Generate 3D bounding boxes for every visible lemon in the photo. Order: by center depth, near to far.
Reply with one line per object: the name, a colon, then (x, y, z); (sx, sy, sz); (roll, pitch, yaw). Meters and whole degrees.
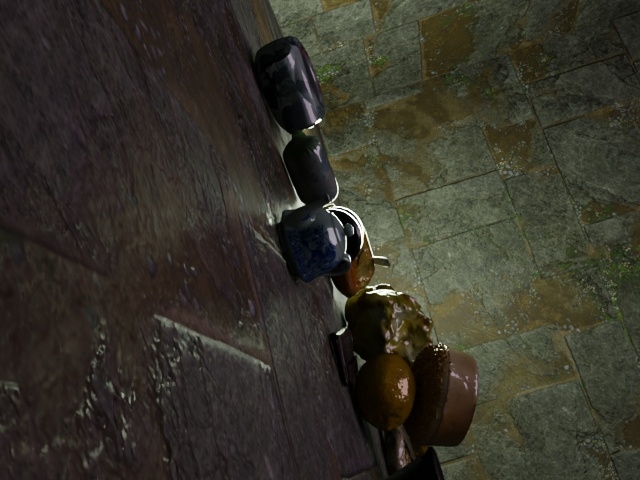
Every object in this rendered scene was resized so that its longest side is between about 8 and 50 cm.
lemon: (0.171, 0.397, 1.733); (0.207, 0.170, 0.170); (-71, 148, -49)

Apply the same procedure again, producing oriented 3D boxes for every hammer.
hammer: (-0.049, -0.246, 1.907); (0.335, 0.119, 0.206); (-111, -179, -57)

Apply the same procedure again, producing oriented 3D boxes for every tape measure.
tape measure: (-0.089, -0.435, 1.845); (0.275, 0.147, 0.256); (-79, 150, -70)

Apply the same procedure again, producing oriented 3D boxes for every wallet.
wallet: (0.066, 0.293, 1.685); (0.243, 0.039, 0.132); (27, 49, -80)

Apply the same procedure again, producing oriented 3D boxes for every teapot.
teapot: (0.000, 0.000, 1.360); (0.232, 0.159, 0.159); (67, 8, -46)

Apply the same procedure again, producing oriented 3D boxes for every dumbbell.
dumbbell: (0.036, -0.009, 1.717); (0.218, 0.152, 0.152); (-49, 122, -83)

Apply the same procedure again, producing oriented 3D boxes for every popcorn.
popcorn: (0.211, 0.305, 2.065); (0.292, 0.294, 0.334); (-25, -90, 52)

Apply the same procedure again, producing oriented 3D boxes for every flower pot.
flower pot: (0.268, 0.708, 1.781); (0.269, 0.166, 0.269); (-15, 90, -82)

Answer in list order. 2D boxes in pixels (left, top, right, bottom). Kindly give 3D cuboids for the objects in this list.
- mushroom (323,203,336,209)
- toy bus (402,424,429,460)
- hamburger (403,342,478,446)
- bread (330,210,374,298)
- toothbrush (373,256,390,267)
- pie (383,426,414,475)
mushroom: (0.083, 0.022, 2.475); (0.107, 0.087, 0.333); (-68, 138, -80)
toy bus: (0.331, 0.684, 2.154); (0.081, 0.074, 0.226); (-89, 160, -77)
hamburger: (0.324, 0.430, 1.819); (0.302, 0.170, 0.302); (13, 90, -88)
bread: (0.075, 0.038, 2.028); (0.119, 0.152, 0.288); (26, -32, 41)
toothbrush: (0.132, 0.066, 2.223); (0.042, 0.040, 0.418); (61, -16, -12)
pie: (0.269, 0.738, 2.138); (0.339, 0.077, 0.339); (-17, 90, -85)
